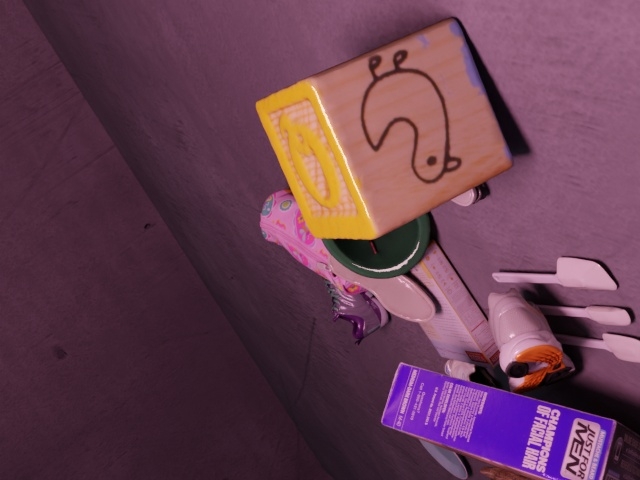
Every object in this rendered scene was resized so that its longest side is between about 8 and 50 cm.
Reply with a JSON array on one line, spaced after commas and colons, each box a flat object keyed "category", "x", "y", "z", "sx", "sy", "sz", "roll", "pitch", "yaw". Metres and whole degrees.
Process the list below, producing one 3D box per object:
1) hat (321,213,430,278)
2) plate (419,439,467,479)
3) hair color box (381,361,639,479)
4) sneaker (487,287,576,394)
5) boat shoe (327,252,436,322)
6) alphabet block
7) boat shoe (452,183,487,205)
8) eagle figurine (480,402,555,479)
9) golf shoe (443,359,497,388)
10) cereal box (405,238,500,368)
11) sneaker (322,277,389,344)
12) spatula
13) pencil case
[{"category": "hat", "x": 0.094, "y": -0.056, "z": 1.368, "sx": 0.208, "sy": 0.173, "sz": 0.183, "roll": 39, "pitch": -157, "yaw": 1}, {"category": "plate", "x": 0.293, "y": 0.500, "z": 2.011, "sx": 0.188, "sy": 0.024, "sz": 0.188, "roll": 44, "pitch": 161, "yaw": 20}, {"category": "hair color box", "x": 0.282, "y": 0.284, "z": 1.210, "sx": 0.339, "sy": 0.110, "sz": 0.185, "roll": 8, "pitch": 164, "yaw": 40}, {"category": "sneaker", "x": 0.292, "y": 0.139, "z": 1.171, "sx": 0.262, "sy": 0.099, "sz": 0.121, "roll": 54, "pitch": -163, "yaw": -63}, {"category": "boat shoe", "x": 0.111, "y": 0.062, "z": 1.382, "sx": 0.206, "sy": 0.065, "sz": 0.075, "roll": 30, "pitch": 123, "yaw": 20}, {"category": "alphabet block", "x": 0.069, "y": -0.125, "z": 0.973, "sx": 0.192, "sy": 0.197, "sz": 0.193, "roll": 65, "pitch": 160, "yaw": -8}, {"category": "boat shoe", "x": 0.170, "y": -0.088, "z": 1.112, "sx": 0.125, "sy": 0.038, "sz": 0.046, "roll": 36, "pitch": 124, "yaw": 37}, {"category": "eagle figurine", "x": 0.415, "y": 0.436, "z": 1.386, "sx": 0.298, "sy": 0.225, "sz": 0.226, "roll": 27, "pitch": -141, "yaw": -26}, {"category": "golf shoe", "x": 0.295, "y": 0.286, "z": 1.513, "sx": 0.176, "sy": 0.069, "sz": 0.086, "roll": 55, "pitch": 156, "yaw": -16}, {"category": "cereal box", "x": 0.200, "y": 0.105, "z": 1.407, "sx": 0.240, "sy": 0.047, "sz": 0.173, "roll": 55, "pitch": 162, "yaw": -14}, {"category": "sneaker", "x": 0.042, "y": 0.108, "z": 1.723, "sx": 0.223, "sy": 0.098, "sz": 0.083, "roll": 50, "pitch": 163, "yaw": 4}, {"category": "spatula", "x": 0.332, "y": 0.090, "z": 1.107, "sx": 0.168, "sy": 0.019, "sz": 0.242, "roll": 49, "pitch": 164, "yaw": -13}, {"category": "pencil case", "x": 0.000, "y": 0.000, "z": 1.570, "sx": 0.284, "sy": 0.124, "sz": 0.124, "roll": 34, "pitch": 156, "yaw": 44}]
